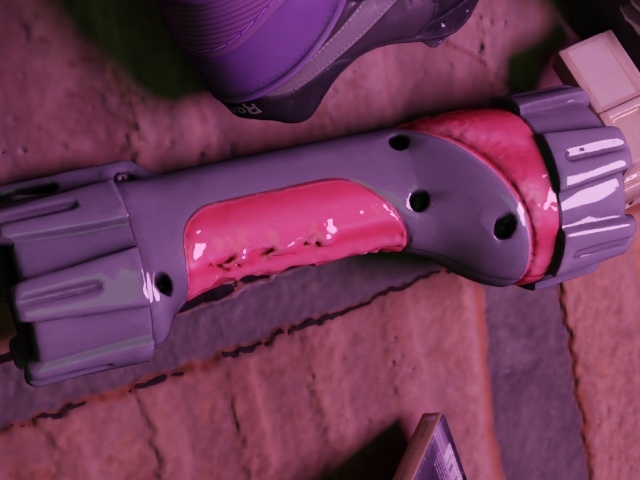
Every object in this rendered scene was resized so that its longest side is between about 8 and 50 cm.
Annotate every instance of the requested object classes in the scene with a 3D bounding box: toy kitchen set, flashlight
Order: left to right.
[{"bbox_3d":[0.000,0.000,0.637,0.304,0.103,0.103,-14,111,-20],"label":"flashlight"},{"bbox_3d":[0.168,-0.065,0.721,0.068,0.083,0.075,-24,72,-12],"label":"toy kitchen set"}]

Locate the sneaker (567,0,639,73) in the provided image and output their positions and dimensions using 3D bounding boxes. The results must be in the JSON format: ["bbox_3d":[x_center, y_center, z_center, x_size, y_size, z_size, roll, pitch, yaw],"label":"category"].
[{"bbox_3d":[0.203,-0.117,0.720,0.178,0.072,0.077,43,71,-32],"label":"sneaker"}]

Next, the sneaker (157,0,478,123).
[{"bbox_3d":[0.050,-0.166,0.632,0.283,0.107,0.124,-35,128,-7],"label":"sneaker"}]

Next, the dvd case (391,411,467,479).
[{"bbox_3d":[0.049,0.220,0.672,0.221,0.018,0.164,-56,133,-52],"label":"dvd case"}]
